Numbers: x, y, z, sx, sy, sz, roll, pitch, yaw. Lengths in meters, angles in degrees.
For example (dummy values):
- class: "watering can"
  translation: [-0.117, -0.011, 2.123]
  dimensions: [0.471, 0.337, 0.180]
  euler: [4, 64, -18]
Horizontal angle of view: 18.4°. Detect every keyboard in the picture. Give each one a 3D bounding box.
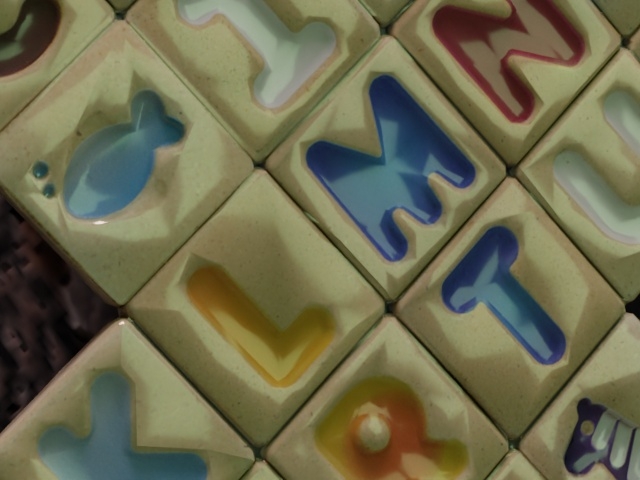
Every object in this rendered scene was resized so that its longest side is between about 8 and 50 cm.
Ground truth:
- class: "keyboard"
  translation: [0.068, -0.063, 0.551]
  dimensions: [0.317, 0.033, 0.201]
  euler: [-14, 93, -66]

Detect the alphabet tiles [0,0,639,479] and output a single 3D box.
- class: "alphabet tiles"
  translation: [0.000, 0.000, 0.390]
  dimensions: [0.198, 0.009, 0.237]
  euler: [47, 72, -14]
